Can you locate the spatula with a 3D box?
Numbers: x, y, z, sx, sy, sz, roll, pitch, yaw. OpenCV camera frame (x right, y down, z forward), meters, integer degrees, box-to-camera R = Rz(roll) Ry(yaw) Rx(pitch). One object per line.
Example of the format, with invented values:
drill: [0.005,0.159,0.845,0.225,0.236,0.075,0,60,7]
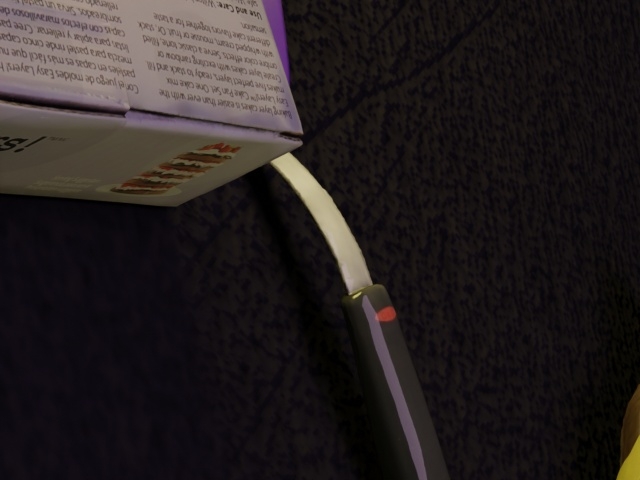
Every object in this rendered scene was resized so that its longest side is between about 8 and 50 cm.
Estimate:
spatula: [0.000,0.000,0.659,0.084,0.030,0.296,-14,80,-59]

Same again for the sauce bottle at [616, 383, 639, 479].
sauce bottle: [0.180,0.123,0.777,0.111,0.111,0.344,47,33,-28]

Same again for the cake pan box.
cake pan box: [-0.131,-0.136,0.518,0.267,0.070,0.245,1,65,-57]
